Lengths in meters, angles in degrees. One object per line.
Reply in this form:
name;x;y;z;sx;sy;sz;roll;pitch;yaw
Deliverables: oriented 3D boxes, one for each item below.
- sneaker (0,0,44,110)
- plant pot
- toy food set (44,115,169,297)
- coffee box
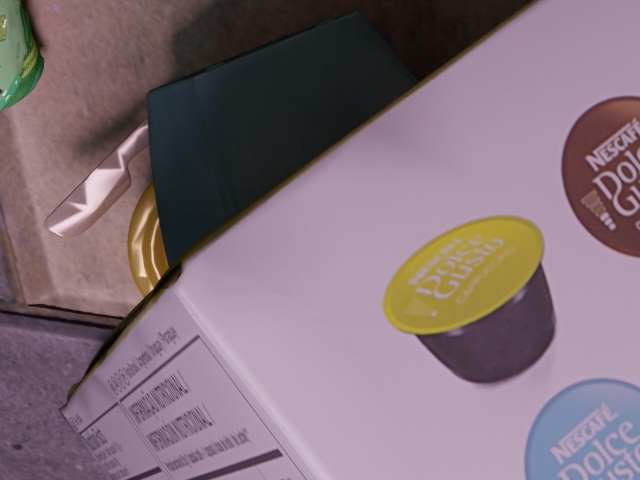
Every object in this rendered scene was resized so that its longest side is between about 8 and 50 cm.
sneaker;-0.225;-0.151;0.898;0.123;0.109;0.295;18;134;-16
plant pot;0.000;0.000;0.830;0.165;0.166;0.234;1;115;68
toy food set;-0.057;-0.001;0.953;0.218;0.071;0.128;36;99;-13
coffee box;0.135;0.078;0.592;0.334;0.338;0.338;53;160;1
